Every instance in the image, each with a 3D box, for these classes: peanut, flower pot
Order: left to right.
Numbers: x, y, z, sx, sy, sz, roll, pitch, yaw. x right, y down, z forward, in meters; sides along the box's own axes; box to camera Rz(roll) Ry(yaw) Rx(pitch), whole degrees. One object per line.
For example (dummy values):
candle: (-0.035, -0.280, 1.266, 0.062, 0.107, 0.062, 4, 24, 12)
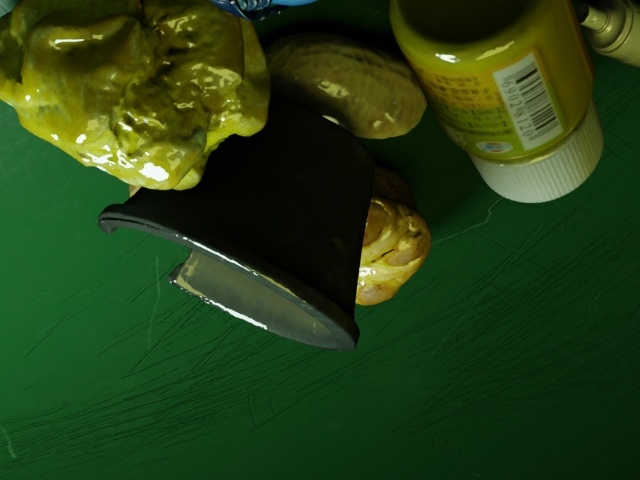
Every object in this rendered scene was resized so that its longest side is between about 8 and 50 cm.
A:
flower pot: (-0.066, -0.037, 1.993, 0.379, 0.251, 0.379, 26, 166, 7)
peanut: (0.024, -0.207, 2.032, 0.253, 0.122, 0.137, 14, 145, -32)

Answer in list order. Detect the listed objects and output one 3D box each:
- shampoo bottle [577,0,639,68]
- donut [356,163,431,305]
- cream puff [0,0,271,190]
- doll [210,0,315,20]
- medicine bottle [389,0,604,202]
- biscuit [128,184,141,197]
shampoo bottle: (0.475, -0.280, 2.127, 0.303, 0.092, 0.092, 14, 137, -34)
donut: (0.000, 0.000, 2.289, 0.317, 0.150, 0.299, 18, 134, -39)
cream puff: (-0.231, -0.225, 1.776, 0.274, 0.323, 0.270, -2, 125, -56)
doll: (-0.053, -0.394, 1.635, 0.240, 0.284, 0.310, 21, 160, 23)
medicine bottle: (0.246, -0.222, 2.002, 0.224, 0.224, 0.384, -22, 145, 10)
biscuit: (-0.147, -0.128, 2.148, 0.295, 0.044, 0.186, -37, 138, 28)
